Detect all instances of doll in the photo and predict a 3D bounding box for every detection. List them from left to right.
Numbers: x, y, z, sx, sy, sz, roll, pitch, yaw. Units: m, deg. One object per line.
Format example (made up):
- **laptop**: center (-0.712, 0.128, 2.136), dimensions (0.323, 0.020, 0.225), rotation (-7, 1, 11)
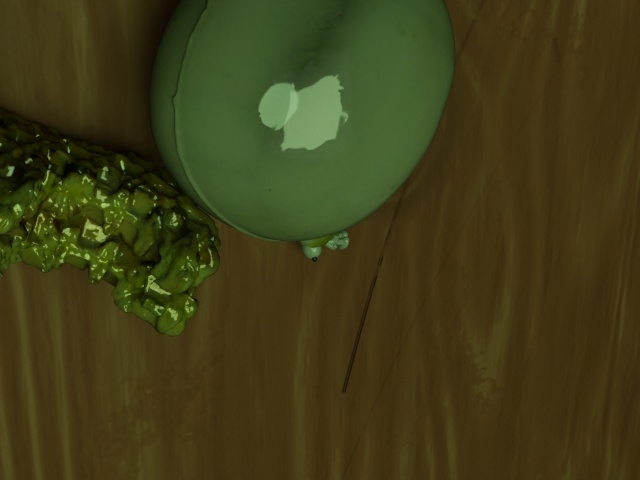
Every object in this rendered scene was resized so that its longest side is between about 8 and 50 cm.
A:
- **doll**: center (0.000, -0.006, 1.660), dimensions (0.085, 0.040, 0.058), rotation (-24, 86, -42)

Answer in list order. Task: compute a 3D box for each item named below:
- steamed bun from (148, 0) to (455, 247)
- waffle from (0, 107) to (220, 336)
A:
- **steamed bun**: center (-0.019, -0.183, 1.373), dimensions (0.334, 0.334, 0.374), rotation (39, 81, -38)
- **waffle**: center (-0.273, -0.026, 1.351), dimensions (0.324, 0.261, 0.151), rotation (22, 110, -34)
